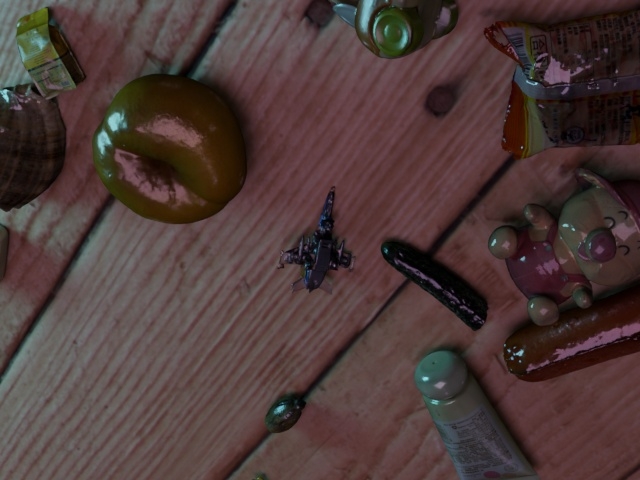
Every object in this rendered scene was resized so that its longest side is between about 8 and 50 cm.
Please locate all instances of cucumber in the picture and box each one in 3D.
[{"bbox_3d":[0.188,0.067,1.518,0.214,0.052,0.058,37,149,-5],"label":"cucumber"}]

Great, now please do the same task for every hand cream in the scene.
[{"bbox_3d":[0.262,0.329,1.619,0.147,0.093,0.306,-18,114,25],"label":"hand cream"}]

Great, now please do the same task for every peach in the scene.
[{"bbox_3d":[-0.235,-0.139,1.459,0.251,0.153,0.251,10,121,17],"label":"peach"}]

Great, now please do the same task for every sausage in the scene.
[{"bbox_3d":[0.449,0.142,1.464,0.330,0.102,0.102,-23,110,25],"label":"sausage"}]

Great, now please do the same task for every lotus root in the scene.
[{"bbox_3d":[-0.066,0.322,1.722,0.049,0.054,0.099,31,125,-28],"label":"lotus root"}]

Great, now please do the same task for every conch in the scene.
[{"bbox_3d":[-0.561,-0.136,1.537,0.291,0.159,0.210,-34,104,26],"label":"conch"}]

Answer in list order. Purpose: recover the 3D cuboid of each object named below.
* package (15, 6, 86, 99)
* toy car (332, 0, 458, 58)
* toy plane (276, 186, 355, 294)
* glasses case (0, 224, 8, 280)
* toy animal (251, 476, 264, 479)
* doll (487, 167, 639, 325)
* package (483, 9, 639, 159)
[{"bbox_3d":[-0.438,-0.298,1.480,0.071,0.047,0.131,-12,116,24],"label":"package"},{"bbox_3d":[0.079,-0.375,1.268,0.235,0.145,0.235,16,120,29],"label":"toy car"},{"bbox_3d":[0.003,0.005,1.524,0.135,0.062,0.188,6,120,-21],"label":"toy plane"},{"bbox_3d":[-0.736,-0.011,1.703,0.312,0.070,0.131,21,121,3],"label":"glasses case"},{"bbox_3d":[-0.117,0.543,1.859,0.070,0.083,0.159,3,110,43],"label":"toy animal"},{"bbox_3d":[0.393,0.001,1.370,0.256,0.152,0.196,-29,121,22],"label":"doll"},{"bbox_3d":[0.382,-0.213,1.280,0.288,0.108,0.223,-5,118,14],"label":"package"}]
